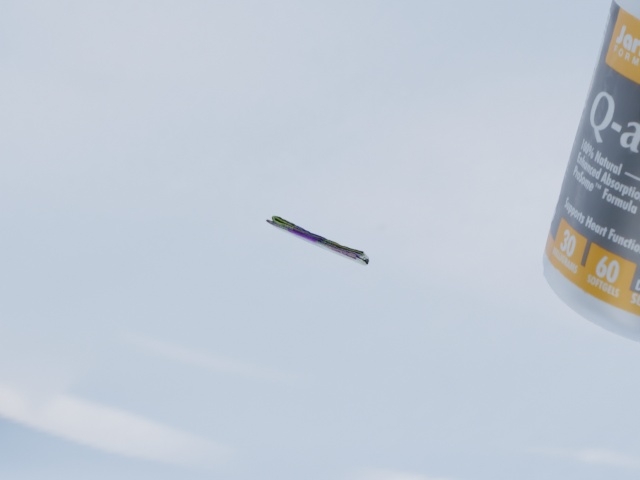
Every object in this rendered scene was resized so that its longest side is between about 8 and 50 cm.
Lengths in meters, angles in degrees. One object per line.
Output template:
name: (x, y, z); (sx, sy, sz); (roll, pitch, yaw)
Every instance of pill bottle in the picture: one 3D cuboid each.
pill bottle: (0.245, -0.082, 0.981); (0.162, 0.162, 0.278); (3, 113, -20)

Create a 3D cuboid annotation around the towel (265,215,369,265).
towel: (0.000, 0.000, 1.258); (0.083, 0.009, 0.060); (23, 178, 10)
